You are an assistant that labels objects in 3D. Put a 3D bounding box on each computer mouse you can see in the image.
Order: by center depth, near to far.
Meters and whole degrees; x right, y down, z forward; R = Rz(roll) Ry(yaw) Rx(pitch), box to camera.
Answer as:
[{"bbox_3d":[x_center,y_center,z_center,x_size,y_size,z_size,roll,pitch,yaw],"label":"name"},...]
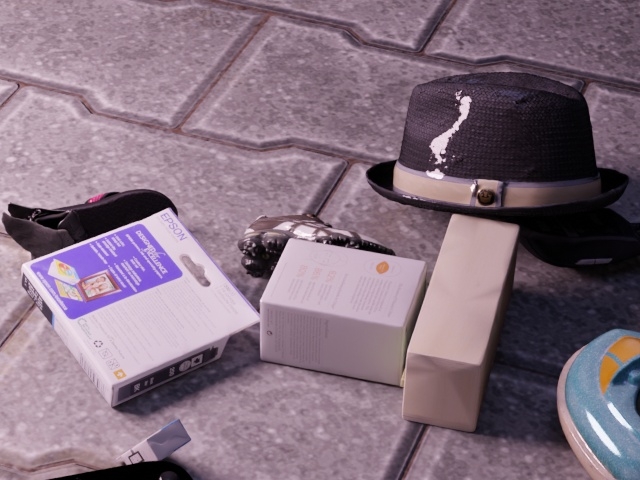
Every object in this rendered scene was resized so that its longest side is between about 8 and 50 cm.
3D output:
[{"bbox_3d":[0.365,0.020,2.143,0.262,0.060,0.184,-1,31,-25],"label":"computer mouse"}]

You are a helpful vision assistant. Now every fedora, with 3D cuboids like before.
[{"bbox_3d":[0.223,-0.131,2.181,0.334,0.153,0.334,1,14,0],"label":"fedora"}]

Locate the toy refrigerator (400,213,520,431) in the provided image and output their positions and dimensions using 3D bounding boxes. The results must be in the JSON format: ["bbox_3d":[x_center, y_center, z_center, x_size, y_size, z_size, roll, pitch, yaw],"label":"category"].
[{"bbox_3d":[0.161,0.090,1.997,0.094,0.102,0.269,10,38,10],"label":"toy refrigerator"}]

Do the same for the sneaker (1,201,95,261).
[{"bbox_3d":[-0.299,0.003,2.097,0.170,0.089,0.051,7,37,7],"label":"sneaker"}]

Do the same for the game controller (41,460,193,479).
[{"bbox_3d":[-0.268,0.309,1.707,0.319,0.067,0.166,-9,38,-14],"label":"game controller"}]

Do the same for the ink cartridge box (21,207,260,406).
[{"bbox_3d":[-0.209,0.073,2.013,0.208,0.045,0.206,-23,57,-29],"label":"ink cartridge box"}]

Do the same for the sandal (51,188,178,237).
[{"bbox_3d":[-0.269,-0.033,2.171,0.179,0.067,0.040,-8,27,-10],"label":"sandal"}]

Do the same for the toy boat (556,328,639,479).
[{"bbox_3d":[0.416,0.168,1.866,0.318,0.148,0.267,-9,38,-15],"label":"toy boat"}]

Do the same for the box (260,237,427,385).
[{"bbox_3d":[0.027,0.082,2.008,0.170,0.091,0.130,11,37,11],"label":"box"}]

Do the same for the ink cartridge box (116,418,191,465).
[{"bbox_3d":[-0.178,0.223,1.838,0.048,0.083,0.028,-31,87,-36],"label":"ink cartridge box"}]

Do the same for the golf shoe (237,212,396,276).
[{"bbox_3d":[0.000,0.000,2.130,0.198,0.077,0.094,8,37,5],"label":"golf shoe"}]
